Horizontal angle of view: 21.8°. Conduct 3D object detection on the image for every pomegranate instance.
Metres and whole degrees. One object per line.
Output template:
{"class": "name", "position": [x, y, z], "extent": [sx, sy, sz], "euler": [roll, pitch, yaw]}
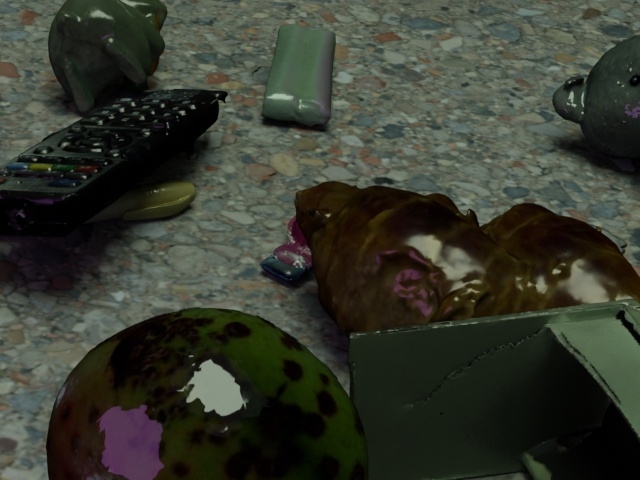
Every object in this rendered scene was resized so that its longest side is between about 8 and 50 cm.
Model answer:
{"class": "pomegranate", "position": [-0.061, 0.171, 1.253], "extent": [0.242, 0.242, 0.306], "euler": [26, 4, 28]}

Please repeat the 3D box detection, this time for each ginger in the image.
{"class": "ginger", "position": [0.143, 0.028, 1.554], "extent": [0.358, 0.152, 0.274], "euler": [10, 31, 2]}

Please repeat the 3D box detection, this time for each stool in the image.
{"class": "stool", "position": [0.173, 0.188, 1.284], "extent": [0.270, 0.170, 0.243], "euler": [-5, 32, -18]}

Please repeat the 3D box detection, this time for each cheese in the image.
{"class": "cheese", "position": [0.000, 0.000, 1.681], "extent": [0.095, 0.038, 0.145], "euler": [26, 42, 31]}

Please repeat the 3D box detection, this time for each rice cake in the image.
{"class": "rice cake", "position": [-0.022, -0.203, 2.004], "extent": [0.080, 0.042, 0.221], "euler": [6, 31, 0]}

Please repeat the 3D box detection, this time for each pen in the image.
{"class": "pen", "position": [-0.234, -0.029, 1.691], "extent": [0.233, 0.032, 0.040], "euler": [-12, 50, -25]}

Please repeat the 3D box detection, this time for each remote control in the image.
{"class": "remote control", "position": [-0.221, -0.085, 1.697], "extent": [0.145, 0.062, 0.399], "euler": [3, 20, 19]}

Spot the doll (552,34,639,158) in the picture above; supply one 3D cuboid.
{"class": "doll", "position": [0.450, -0.136, 1.878], "extent": [0.246, 0.158, 0.340], "euler": [-32, 50, -29]}

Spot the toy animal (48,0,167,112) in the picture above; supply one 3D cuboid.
{"class": "toy animal", "position": [-0.241, -0.253, 1.968], "extent": [0.125, 0.127, 0.251], "euler": [5, 28, 2]}
